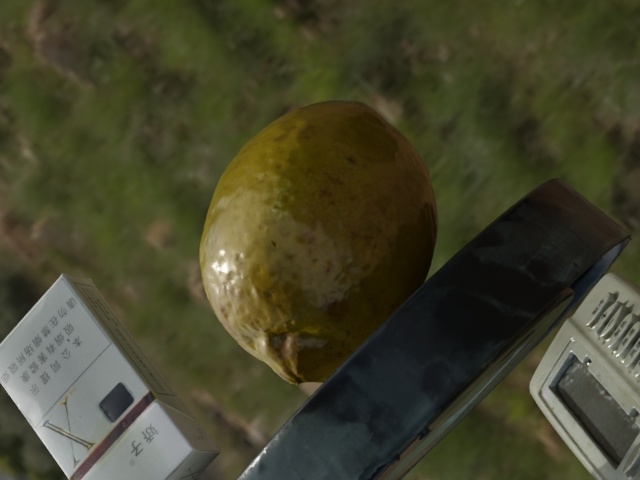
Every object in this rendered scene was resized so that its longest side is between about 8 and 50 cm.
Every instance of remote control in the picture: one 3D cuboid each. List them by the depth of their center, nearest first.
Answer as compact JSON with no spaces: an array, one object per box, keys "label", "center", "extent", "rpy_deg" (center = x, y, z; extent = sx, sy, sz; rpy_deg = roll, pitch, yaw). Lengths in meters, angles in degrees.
[{"label":"remote control","center":[0.175,0.088,0.965],"extent":[0.049,0.090,0.230],"rpy_deg":[29,-171,-16]}]

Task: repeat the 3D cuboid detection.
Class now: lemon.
[{"label":"lemon","center":[0.000,0.000,1.320],"extent":[0.170,0.207,0.170],"rpy_deg":[17,150,10]}]

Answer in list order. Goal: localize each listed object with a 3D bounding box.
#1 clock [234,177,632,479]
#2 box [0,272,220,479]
[{"label":"clock","center":[0.074,0.108,1.386],"extent":[0.076,0.386,0.386],"rpy_deg":[45,158,9]},{"label":"box","center":[-0.139,0.105,1.164],"extent":[0.154,0.084,0.040],"rpy_deg":[50,-166,26]}]
